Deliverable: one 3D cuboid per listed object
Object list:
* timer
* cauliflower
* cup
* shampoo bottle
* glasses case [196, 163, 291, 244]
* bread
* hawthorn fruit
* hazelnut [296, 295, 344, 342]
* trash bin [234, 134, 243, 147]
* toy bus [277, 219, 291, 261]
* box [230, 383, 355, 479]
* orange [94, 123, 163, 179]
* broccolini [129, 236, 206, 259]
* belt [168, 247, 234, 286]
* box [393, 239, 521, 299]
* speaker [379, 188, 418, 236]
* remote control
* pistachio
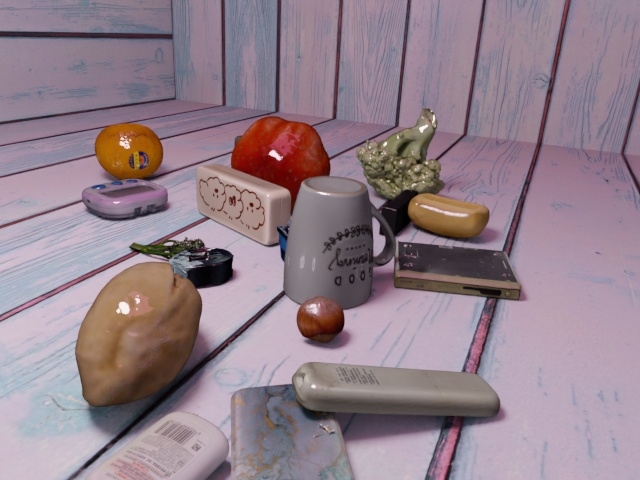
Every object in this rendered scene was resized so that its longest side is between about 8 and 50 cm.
[{"bbox_3d":[-0.553,-0.120,1.532,0.190,0.069,0.208,20,26,36],"label":"timer"},{"bbox_3d":[0.272,-0.248,1.723,0.326,0.281,0.261,10,49,-27],"label":"cauliflower"},{"bbox_3d":[0.053,-0.007,1.117,0.257,0.234,0.186,-8,24,-31],"label":"cup"},{"bbox_3d":[-0.206,0.275,0.602,0.107,0.052,0.220,16,25,27],"label":"shampoo bottle"},{"bbox_3d":[-0.213,-0.103,1.437,0.076,0.144,0.336,-17,28,-41],"label":"glasses case"},{"bbox_3d":[0.348,-0.064,1.480,0.217,0.098,0.147,18,25,28],"label":"bread"},{"bbox_3d":[-0.127,-0.196,1.572,0.286,0.287,0.330,10,48,16],"label":"hawthorn fruit"},{"bbox_3d":[0.000,0.138,0.947,0.086,0.087,0.086,3,21,-1],"label":"hazelnut"},{"bbox_3d":[-0.182,-0.274,1.849,0.122,0.164,0.240,-17,29,-42],"label":"trash bin"},{"bbox_3d":[0.000,0.000,1.256,0.184,0.106,0.090,-11,21,-19],"label":"toy bus"},{"bbox_3d":[-0.037,0.270,0.656,0.142,0.044,0.285,-5,22,-8],"label":"box"},{"bbox_3d":[-0.638,-0.297,1.806,0.219,0.193,0.219,8,35,-6],"label":"orange"},{"bbox_3d":[-0.360,0.014,1.234,0.201,0.058,0.074,11,16,17],"label":"broccolini"},{"bbox_3d":[-0.252,0.054,1.148,0.139,0.058,0.105,-9,24,-28],"label":"belt"},{"bbox_3d":[0.302,0.061,1.230,0.269,0.045,0.211,6,23,7],"label":"box"},{"bbox_3d":[0.225,-0.082,1.529,0.044,0.082,0.218,12,24,22],"label":"speaker"},{"bbox_3d":[0.113,0.211,0.770,0.309,0.038,0.090,7,16,-18],"label":"remote control"},{"bbox_3d":[-0.271,0.133,0.816,0.162,0.181,0.293,37,18,-18],"label":"pistachio"}]
